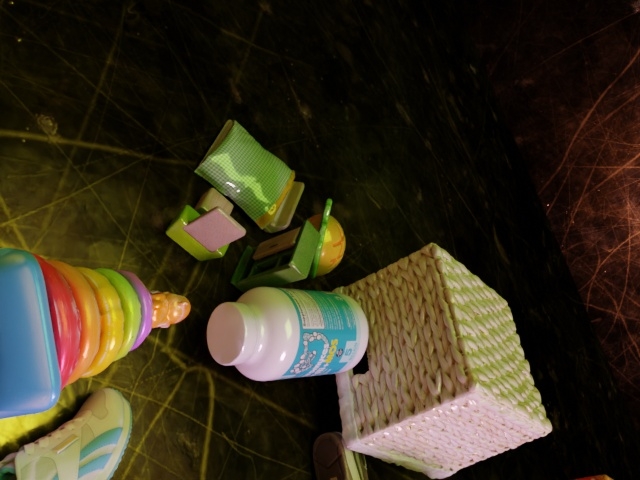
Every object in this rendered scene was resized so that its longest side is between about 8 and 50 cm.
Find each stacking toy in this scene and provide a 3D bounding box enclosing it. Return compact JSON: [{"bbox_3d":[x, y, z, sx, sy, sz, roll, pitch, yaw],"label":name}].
[{"bbox_3d":[-0.268,0.093,0.615,0.302,0.175,0.165,-1,76,-62],"label":"stacking toy"}]

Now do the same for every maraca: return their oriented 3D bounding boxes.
[{"bbox_3d":[0.000,0.000,0.958,0.099,0.185,0.127,10,61,-1],"label":"maraca"}]

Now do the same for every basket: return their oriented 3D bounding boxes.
[{"bbox_3d":[0.224,0.239,0.979,0.331,0.266,0.328,35,36,-37],"label":"basket"}]

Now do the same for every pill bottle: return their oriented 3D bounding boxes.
[{"bbox_3d":[-0.051,0.152,0.829,0.264,0.146,0.146,10,65,-47],"label":"pill bottle"}]

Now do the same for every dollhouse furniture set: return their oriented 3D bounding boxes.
[{"bbox_3d":[-0.101,-0.088,0.880,0.197,0.151,0.301,44,44,-28],"label":"dollhouse furniture set"}]

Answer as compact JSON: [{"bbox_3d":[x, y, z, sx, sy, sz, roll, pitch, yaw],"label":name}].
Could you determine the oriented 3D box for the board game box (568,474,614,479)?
[{"bbox_3d":[0.570,0.758,1.035,0.356,0.356,0.356,32,47,-11],"label":"board game box"}]

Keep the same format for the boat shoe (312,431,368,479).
[{"bbox_3d":[0.056,0.460,0.855,0.095,0.095,0.257,23,56,-50],"label":"boat shoe"}]

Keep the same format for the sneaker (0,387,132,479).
[{"bbox_3d":[-0.278,0.237,0.532,0.092,0.087,0.228,48,21,-20],"label":"sneaker"}]
